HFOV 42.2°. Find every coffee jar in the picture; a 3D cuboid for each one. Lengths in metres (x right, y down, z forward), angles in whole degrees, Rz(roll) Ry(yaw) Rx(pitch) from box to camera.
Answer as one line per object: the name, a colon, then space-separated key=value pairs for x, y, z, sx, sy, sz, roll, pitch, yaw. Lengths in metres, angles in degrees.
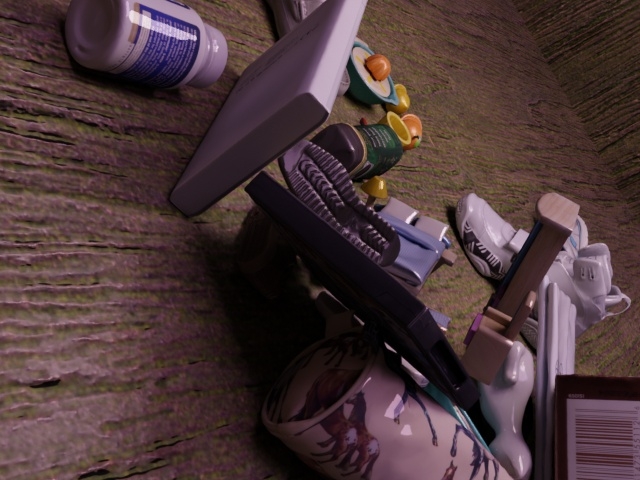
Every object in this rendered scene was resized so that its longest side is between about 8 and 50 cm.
coffee jar: x=0.053 y=-0.141 z=1.329 sx=0.079 sy=0.096 sz=0.184 roll=60 pitch=29 yaw=10

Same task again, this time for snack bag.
snack bag: x=0.388 y=0.241 z=1.339 sx=0.342 sy=0.037 sz=0.323 roll=29 pitch=63 yaw=-64

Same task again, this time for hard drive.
hard drive: x=-0.056 y=-0.193 z=1.077 sx=0.047 sy=0.233 sz=0.353 roll=45 pitch=32 yaw=-20

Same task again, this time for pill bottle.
pill bottle: x=-0.208 y=-0.248 z=1.027 sx=0.186 sy=0.112 sz=0.112 roll=7 pitch=56 yaw=-54

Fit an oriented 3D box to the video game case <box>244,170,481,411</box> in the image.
video game case: x=0.051 y=0.061 z=0.950 sx=0.275 sy=0.035 sz=0.248 roll=41 pitch=-8 yaw=36

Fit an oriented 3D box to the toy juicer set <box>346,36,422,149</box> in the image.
toy juicer set: x=0.110 y=-0.316 z=1.590 sx=0.209 sy=0.089 sz=0.329 roll=-9 pitch=70 yaw=-58

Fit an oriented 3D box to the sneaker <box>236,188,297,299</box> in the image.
sneaker: x=-0.060 y=0.003 z=1.077 sx=0.071 sy=0.066 sz=0.188 roll=65 pitch=28 yaw=-27

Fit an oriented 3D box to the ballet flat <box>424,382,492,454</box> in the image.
ballet flat: x=0.134 y=0.208 z=1.132 sx=0.247 sy=0.087 sz=0.083 roll=60 pitch=-4 yaw=21

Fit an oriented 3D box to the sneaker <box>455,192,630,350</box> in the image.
sneaker: x=0.431 y=0.033 z=1.613 sx=0.366 sy=0.210 sz=0.137 roll=56 pitch=29 yaw=-2

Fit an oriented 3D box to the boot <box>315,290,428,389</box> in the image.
boot: x=0.054 y=0.151 z=1.092 sx=0.190 sy=0.086 sz=0.069 roll=39 pitch=29 yaw=27

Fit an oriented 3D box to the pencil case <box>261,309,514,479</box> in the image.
pencil case: x=0.125 y=0.271 z=0.976 sx=0.410 sy=0.160 sz=0.183 roll=46 pitch=54 yaw=-18

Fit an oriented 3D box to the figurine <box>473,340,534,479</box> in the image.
figurine: x=0.270 y=0.283 z=1.191 sx=0.215 sy=0.092 sz=0.209 roll=73 pitch=15 yaw=-51

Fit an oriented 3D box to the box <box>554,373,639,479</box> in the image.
box: x=0.432 y=0.299 z=1.217 sx=0.381 sy=0.143 sz=0.191 roll=27 pitch=63 yaw=-67

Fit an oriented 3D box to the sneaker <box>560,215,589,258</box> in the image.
sneaker: x=0.555 y=0.009 z=1.929 sx=0.122 sy=0.110 sz=0.283 roll=32 pitch=38 yaw=-32

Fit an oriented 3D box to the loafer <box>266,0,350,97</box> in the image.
loafer: x=-0.020 y=-0.398 z=1.449 sx=0.112 sy=0.111 sz=0.319 roll=-1 pitch=63 yaw=-56

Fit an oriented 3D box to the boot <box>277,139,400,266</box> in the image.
boot: x=-0.004 y=-0.039 z=1.058 sx=0.077 sy=0.137 sz=0.198 roll=-46 pitch=109 yaw=-19

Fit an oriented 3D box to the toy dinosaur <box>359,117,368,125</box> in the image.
toy dinosaur: x=0.092 y=-0.175 z=1.455 sx=0.047 sy=0.090 sz=0.082 roll=-33 pitch=122 yaw=-76

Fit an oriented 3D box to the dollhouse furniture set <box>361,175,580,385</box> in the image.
dollhouse furniture set: x=0.167 y=-0.006 z=1.157 sx=0.303 sy=0.198 sz=0.286 roll=28 pitch=24 yaw=11
